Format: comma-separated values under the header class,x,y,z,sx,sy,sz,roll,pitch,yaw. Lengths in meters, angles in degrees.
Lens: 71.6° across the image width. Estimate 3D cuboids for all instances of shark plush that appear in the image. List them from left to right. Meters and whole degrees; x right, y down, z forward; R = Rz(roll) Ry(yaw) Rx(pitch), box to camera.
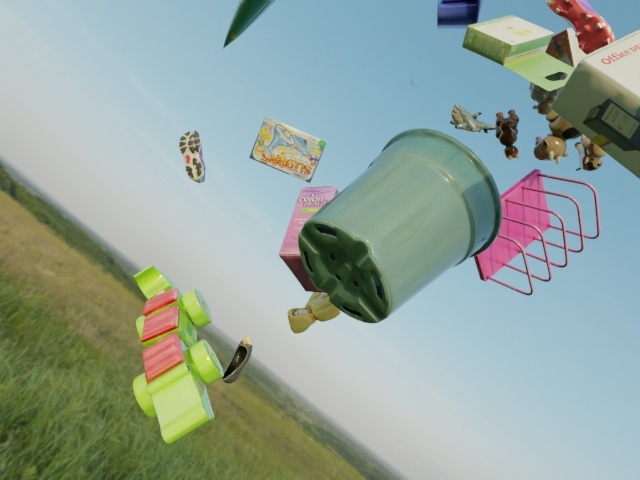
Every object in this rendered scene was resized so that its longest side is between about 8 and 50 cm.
class,x,y,z,sx,sy,sz,roll,pitch,yaw
shark plush,0.488,-0.376,1.404,0.161,0.067,0.073,20,26,4

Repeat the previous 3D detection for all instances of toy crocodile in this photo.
class,x,y,z,sx,sy,sz,roll,pitch,yaw
toy crocodile,-0.232,0.155,0.685,0.340,0.115,0.105,56,-9,53

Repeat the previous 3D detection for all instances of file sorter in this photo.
class,x,y,z,sx,sy,sz,roll,pitch,yaw
file sorter,0.577,-0.021,1.194,0.182,0.291,0.202,30,-28,57

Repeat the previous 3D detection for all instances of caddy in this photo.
class,x,y,z,sx,sy,sz,roll,pitch,yaw
caddy,0.487,-0.850,1.491,0.179,0.341,0.241,2,-50,14

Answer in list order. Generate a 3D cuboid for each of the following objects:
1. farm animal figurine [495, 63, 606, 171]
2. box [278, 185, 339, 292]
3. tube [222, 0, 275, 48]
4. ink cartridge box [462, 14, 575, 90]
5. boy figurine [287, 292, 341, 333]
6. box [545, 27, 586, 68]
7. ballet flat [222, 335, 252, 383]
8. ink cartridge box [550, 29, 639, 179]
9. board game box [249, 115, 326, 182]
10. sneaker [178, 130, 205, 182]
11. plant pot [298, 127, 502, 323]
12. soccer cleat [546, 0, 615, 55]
class,x,y,z,sx,sy,sz,roll,pitch,yaw
farm animal figurine,0.646,-0.284,1.153,0.330,0.172,0.326,6,-32,-8
box,0.000,0.000,1.312,0.117,0.243,0.213,0,-35,23
tube,-0.127,-0.400,0.770,0.052,0.080,0.207,37,-13,-23
ink cartridge box,0.460,-0.421,0.981,0.235,0.171,0.056,45,-34,32
boy figurine,0.012,0.203,1.482,0.092,0.285,0.177,64,-12,-27
box,0.786,-0.570,1.408,0.130,0.091,0.170,-166,-120,-76
ballet flat,-0.283,0.412,1.530,0.057,0.173,0.049,18,-14,25
ink cartridge box,0.460,-0.177,0.606,0.212,0.154,0.093,53,-23,22
board game box,-0.099,-0.275,1.352,0.201,0.136,0.035,21,8,-9
sneaker,-0.391,-0.256,1.371,0.071,0.068,0.169,82,-1,-79
plant pot,0.154,-0.017,0.966,0.341,0.334,0.341,34,-35,28
soccer cleat,0.710,-0.586,1.184,0.248,0.095,0.083,59,-28,16
